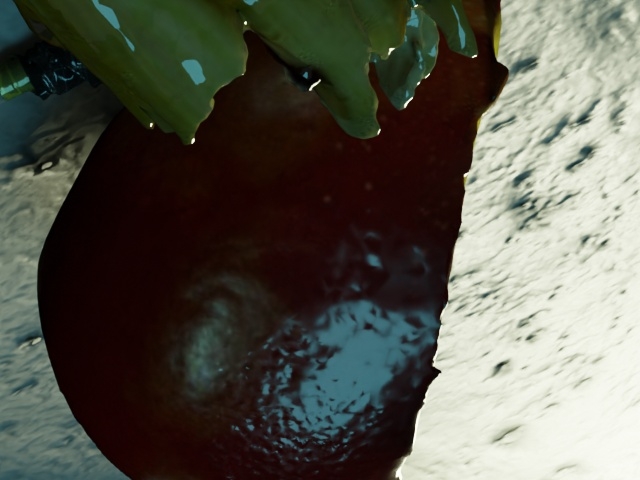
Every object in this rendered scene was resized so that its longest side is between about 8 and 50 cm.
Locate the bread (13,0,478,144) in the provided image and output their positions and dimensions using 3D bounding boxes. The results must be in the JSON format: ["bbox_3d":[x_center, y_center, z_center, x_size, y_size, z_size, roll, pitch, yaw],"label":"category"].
[{"bbox_3d":[-0.047,-0.178,0.670,0.191,0.314,0.370,-42,140,8],"label":"bread"}]

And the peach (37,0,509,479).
[{"bbox_3d":[0.000,0.000,0.988,0.338,0.281,0.281,-40,145,12],"label":"peach"}]

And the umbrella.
[{"bbox_3d":[-0.114,-0.114,0.945,0.144,0.040,0.037,-25,156,0],"label":"umbrella"}]
